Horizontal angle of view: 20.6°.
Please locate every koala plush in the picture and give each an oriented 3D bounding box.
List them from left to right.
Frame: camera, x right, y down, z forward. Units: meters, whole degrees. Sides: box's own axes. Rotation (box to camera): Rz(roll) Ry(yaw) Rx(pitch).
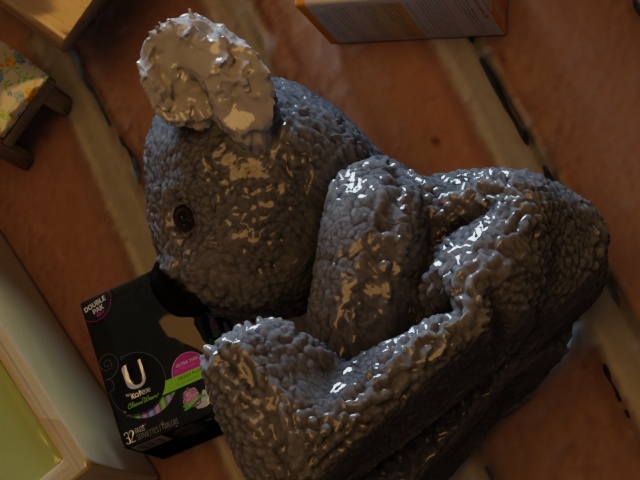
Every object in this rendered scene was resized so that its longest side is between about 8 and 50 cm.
[{"bbox_3d":[0.000,0.000,0.840,0.203,0.196,0.221,-42,68,-6],"label":"koala plush"}]

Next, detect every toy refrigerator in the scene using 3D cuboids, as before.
[{"bbox_3d":[-0.210,0.047,0.941,0.102,0.094,0.269,-39,68,8],"label":"toy refrigerator"}]

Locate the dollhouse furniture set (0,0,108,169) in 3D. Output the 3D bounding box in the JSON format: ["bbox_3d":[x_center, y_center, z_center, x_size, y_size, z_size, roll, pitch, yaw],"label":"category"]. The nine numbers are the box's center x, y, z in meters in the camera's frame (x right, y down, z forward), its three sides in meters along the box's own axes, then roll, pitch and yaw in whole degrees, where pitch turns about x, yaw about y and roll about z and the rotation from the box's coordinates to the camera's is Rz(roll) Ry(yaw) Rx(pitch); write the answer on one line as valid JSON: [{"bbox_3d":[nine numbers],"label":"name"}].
[{"bbox_3d":[-0.212,-0.201,0.960,0.242,0.161,0.212,36,91,22],"label":"dollhouse furniture set"}]

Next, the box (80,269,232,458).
[{"bbox_3d":[-0.078,0.062,0.914,0.062,0.052,0.083,-23,71,11],"label":"box"}]

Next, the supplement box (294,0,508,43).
[{"bbox_3d":[0.043,-0.130,0.910,0.098,0.062,0.036,-1,76,18],"label":"supplement box"}]
